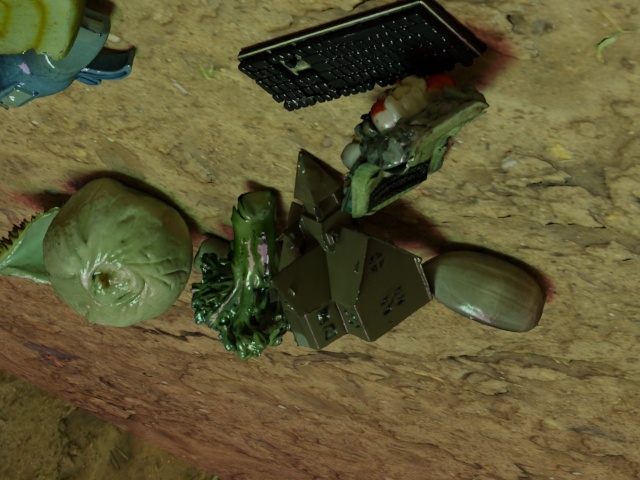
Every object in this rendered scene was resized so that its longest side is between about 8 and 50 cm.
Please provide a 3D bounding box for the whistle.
[{"bbox_3d":[-0.324,-0.225,1.720,0.180,0.093,0.269,24,156,-30],"label":"whistle"}]

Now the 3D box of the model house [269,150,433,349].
[{"bbox_3d":[0.000,0.000,1.856,0.181,0.176,0.248,23,142,52],"label":"model house"}]

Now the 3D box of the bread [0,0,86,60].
[{"bbox_3d":[-0.325,-0.291,1.500,0.186,0.124,0.257,19,160,-10],"label":"bread"}]

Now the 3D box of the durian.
[{"bbox_3d":[-0.408,0.016,2.326,0.252,0.139,0.144,17,165,-5],"label":"durian"}]

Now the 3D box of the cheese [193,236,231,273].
[{"bbox_3d":[-0.099,0.055,2.213,0.194,0.065,0.043,23,165,-5],"label":"cheese"}]

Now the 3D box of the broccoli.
[{"bbox_3d":[-0.104,0.061,2.037,0.177,0.198,0.275,13,159,8],"label":"broccoli"}]

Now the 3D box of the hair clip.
[{"bbox_3d":[0.083,-0.109,1.533,0.091,0.138,0.321,55,167,4],"label":"hair clip"}]

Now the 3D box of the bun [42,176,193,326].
[{"bbox_3d":[-0.315,0.029,2.169,0.244,0.153,0.244,8,128,10],"label":"bun"}]

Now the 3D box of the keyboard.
[{"bbox_3d":[0.035,-0.188,1.519,0.106,0.027,0.317,35,156,-29],"label":"keyboard"}]

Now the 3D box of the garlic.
[{"bbox_3d":[0.197,0.064,1.910,0.198,0.090,0.128,14,172,9],"label":"garlic"}]
